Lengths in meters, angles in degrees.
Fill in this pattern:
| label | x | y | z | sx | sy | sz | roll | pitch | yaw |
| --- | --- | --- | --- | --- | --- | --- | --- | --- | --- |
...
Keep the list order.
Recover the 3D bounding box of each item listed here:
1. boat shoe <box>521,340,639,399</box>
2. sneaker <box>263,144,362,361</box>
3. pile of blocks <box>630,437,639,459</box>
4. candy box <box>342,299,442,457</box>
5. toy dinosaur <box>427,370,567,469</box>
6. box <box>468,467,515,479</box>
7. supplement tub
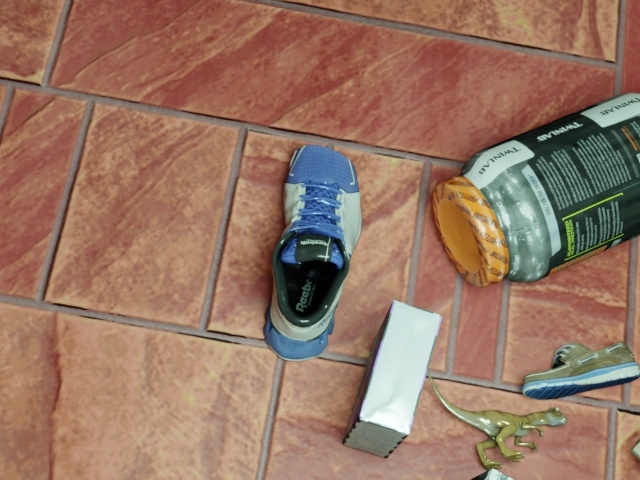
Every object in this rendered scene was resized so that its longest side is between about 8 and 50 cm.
| label | x | y | z | sx | sy | sz | roll | pitch | yaw |
| --- | --- | --- | --- | --- | --- | --- | --- | --- | --- |
| boat shoe | 0.368 | 0.185 | 1.526 | 0.183 | 0.066 | 0.066 | -6 | 65 | -18 |
| sneaker | 0.000 | 0.001 | 1.489 | 0.127 | 0.182 | 0.315 | 11 | 69 | -3 |
| pile of blocks | 0.608 | 0.341 | 1.468 | 0.362 | 0.112 | 0.149 | 19 | 75 | 10 |
| candy box | 0.094 | 0.191 | 1.419 | 0.070 | 0.196 | 0.164 | 18 | 69 | 2 |
| toy dinosaur | 0.241 | 0.261 | 1.491 | 0.212 | 0.064 | 0.112 | 11 | 51 | -11 |
| box | 0.308 | 0.408 | 1.338 | 0.307 | 0.242 | 0.076 | 28 | 70 | 6 |
| supplement tub | 0.348 | -0.068 | 1.536 | 0.338 | 0.207 | 0.207 | -22 | 73 | -14 |
